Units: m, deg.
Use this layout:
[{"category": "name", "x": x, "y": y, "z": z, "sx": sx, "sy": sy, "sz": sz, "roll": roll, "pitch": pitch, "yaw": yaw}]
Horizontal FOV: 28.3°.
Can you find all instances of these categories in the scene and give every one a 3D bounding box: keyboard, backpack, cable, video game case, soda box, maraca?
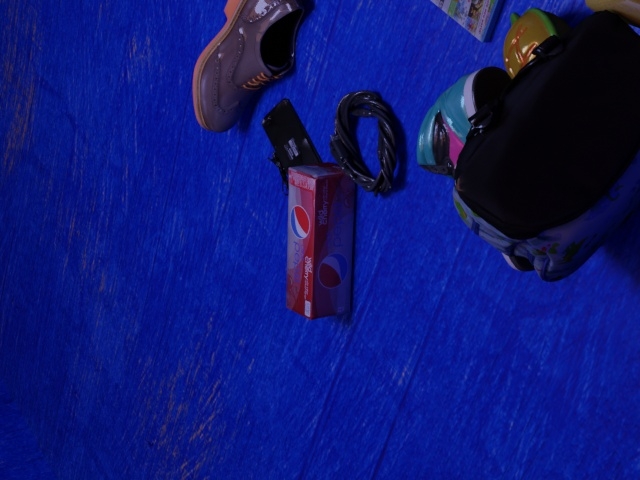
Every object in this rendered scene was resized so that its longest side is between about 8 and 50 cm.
[{"category": "keyboard", "x": -0.048, "y": -0.159, "z": 2.328, "sx": 0.100, "sy": 0.038, "sz": 0.192, "roll": -39, "pitch": 63, "yaw": 27}, {"category": "backpack", "x": 0.292, "y": -0.088, "z": 1.590, "sx": 0.273, "sy": 0.290, "sz": 0.355, "roll": 41, "pitch": 171, "yaw": -4}, {"category": "cable", "x": 0.082, "y": -0.161, "z": 2.125, "sx": 0.184, "sy": 0.047, "sz": 0.150, "roll": 57, "pitch": 135, "yaw": 33}, {"category": "video game case", "x": 0.215, "y": -0.387, "z": 1.895, "sx": 0.166, "sy": 0.015, "sz": 0.119, "roll": 48, "pitch": 134, "yaw": 38}, {"category": "soda box", "x": 0.000, "y": 0.000, "z": 2.232, "sx": 0.083, "sy": 0.092, "sz": 0.263, "roll": 24, "pitch": 118, "yaw": 51}, {"category": "maraca", "x": 0.296, "y": -0.257, "z": 1.744, "sx": 0.186, "sy": 0.099, "sz": 0.127, "roll": -132, "pitch": 33, "yaw": -73}]

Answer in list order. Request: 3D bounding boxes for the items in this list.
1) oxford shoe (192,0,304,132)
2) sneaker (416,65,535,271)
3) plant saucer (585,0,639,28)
[{"category": "oxford shoe", "x": -0.133, "y": -0.320, "z": 2.318, "sx": 0.133, "sy": 0.130, "sz": 0.364, "roll": 50, "pitch": 136, "yaw": 27}, {"category": "sneaker", "x": 0.230, "y": -0.095, "z": 1.854, "sx": 0.178, "sy": 0.123, "sz": 0.296, "roll": -6, "pitch": 100, "yaw": 62}, {"category": "plant saucer", "x": 0.473, "y": -0.332, "z": 1.340, "sx": 0.333, "sy": 0.081, "sz": 0.333, "roll": 24, "pitch": 122, "yaw": 15}]
